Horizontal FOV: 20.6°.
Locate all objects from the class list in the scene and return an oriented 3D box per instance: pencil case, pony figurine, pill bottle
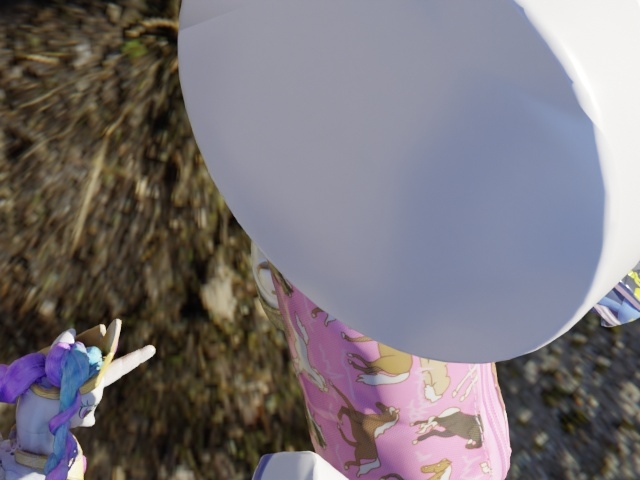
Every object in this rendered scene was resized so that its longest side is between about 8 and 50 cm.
[{"bbox_3d":[0.053,0.050,1.350,0.160,0.167,0.386,-21,129,-14],"label":"pencil case"},{"bbox_3d":[-0.346,0.217,1.660,0.351,0.303,0.363,0,127,-17],"label":"pony figurine"},{"bbox_3d":[0.137,-0.134,0.697,0.407,0.229,0.229,-41,100,-39],"label":"pill bottle"}]

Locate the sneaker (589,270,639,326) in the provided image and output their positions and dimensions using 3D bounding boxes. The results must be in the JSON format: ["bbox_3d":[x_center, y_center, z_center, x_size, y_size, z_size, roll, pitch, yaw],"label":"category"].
[{"bbox_3d":[0.218,0.024,1.477,0.144,0.053,0.059,42,129,-18],"label":"sneaker"}]

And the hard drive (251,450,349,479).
[{"bbox_3d":[0.039,0.269,0.953,0.040,0.319,0.210,-5,61,28],"label":"hard drive"}]

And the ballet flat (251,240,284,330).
[{"bbox_3d":[0.000,0.000,1.696,0.123,0.348,0.123,13,64,-28],"label":"ballet flat"}]
